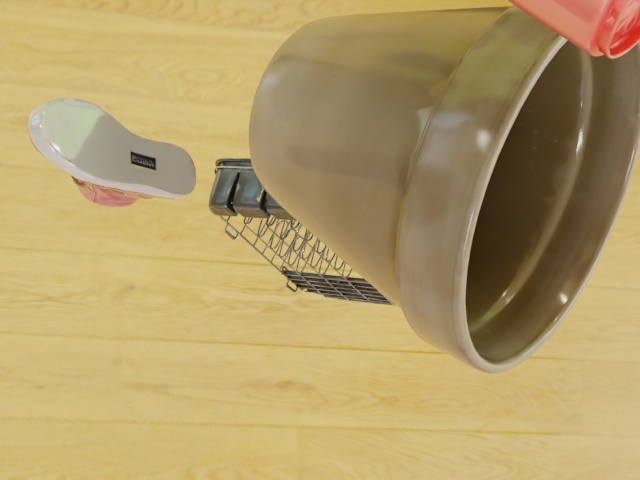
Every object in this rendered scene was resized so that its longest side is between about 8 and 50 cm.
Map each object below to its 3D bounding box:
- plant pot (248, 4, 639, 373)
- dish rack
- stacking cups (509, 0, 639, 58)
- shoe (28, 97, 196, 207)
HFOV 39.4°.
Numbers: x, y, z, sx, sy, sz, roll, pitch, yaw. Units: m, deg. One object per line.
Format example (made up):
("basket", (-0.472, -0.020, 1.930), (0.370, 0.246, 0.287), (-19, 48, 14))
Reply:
("plant pot", (0.099, -0.082, 0.817), (0.280, 0.323, 0.323), (25, 78, 34))
("dish rack", (0.000, 0.000, 1.119), (0.271, 0.208, 0.074), (46, 59, -47))
("stacking cups", (0.026, -0.199, 0.406), (0.316, 0.096, 0.096), (39, 77, 22))
("shoe", (-0.191, -0.066, 0.753), (0.081, 0.178, 0.063), (-10, 75, 30))
